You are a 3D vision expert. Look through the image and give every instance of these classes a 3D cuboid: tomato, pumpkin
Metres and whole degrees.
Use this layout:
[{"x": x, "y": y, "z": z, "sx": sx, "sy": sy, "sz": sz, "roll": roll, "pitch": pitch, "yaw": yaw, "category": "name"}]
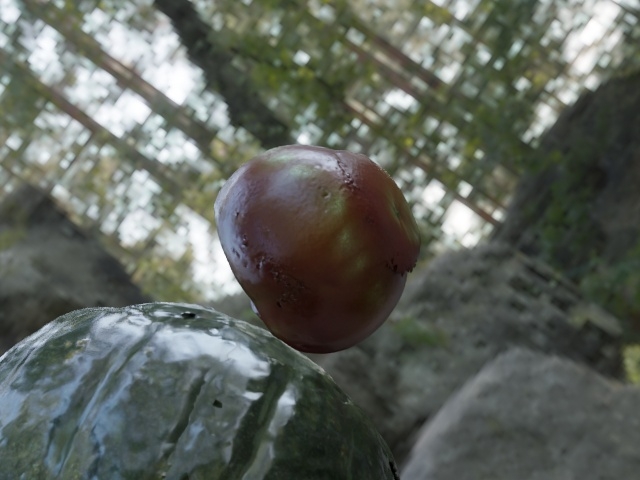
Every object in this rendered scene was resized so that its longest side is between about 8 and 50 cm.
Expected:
[{"x": 0.000, "y": 0.000, "z": 0.636, "sx": 0.075, "sy": 0.087, "sz": 0.087, "roll": -29, "pitch": -8, "yaw": 4, "category": "tomato"}, {"x": -0.086, "y": 0.190, "z": 1.004, "sx": 0.327, "sy": 0.291, "sz": 0.257, "roll": 98, "pitch": -166, "yaw": -56, "category": "pumpkin"}]
